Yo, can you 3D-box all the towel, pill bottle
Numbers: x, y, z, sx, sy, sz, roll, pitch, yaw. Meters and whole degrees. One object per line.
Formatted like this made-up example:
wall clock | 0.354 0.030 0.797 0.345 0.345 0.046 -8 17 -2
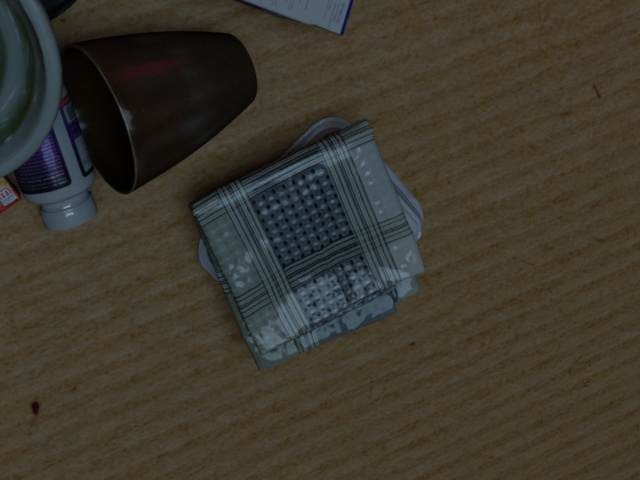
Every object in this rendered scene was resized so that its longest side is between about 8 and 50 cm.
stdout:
towel | -0.008 0.018 1.547 0.312 0.056 0.324 -26 116 -10
pill bottle | -0.382 -0.117 1.404 0.108 0.108 0.194 -20 114 -14

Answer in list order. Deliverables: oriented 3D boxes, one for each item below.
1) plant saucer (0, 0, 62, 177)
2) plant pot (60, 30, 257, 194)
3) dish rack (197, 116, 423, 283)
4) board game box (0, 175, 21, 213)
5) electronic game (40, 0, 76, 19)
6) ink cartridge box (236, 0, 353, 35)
plant saucer | -0.509 -0.248 1.228 0.400 0.101 0.401 2 128 2
plant pot | -0.212 -0.207 1.401 0.230 0.215 0.216 -26 116 -26
dish rack | 0.000 0.000 1.615 0.333 0.072 0.285 -44 118 -1
board game box | -0.537 -0.095 1.387 0.146 0.045 0.194 -37 116 -6
electronic game | -0.376 -0.383 1.295 0.229 0.048 0.229 -37 148 -28
ink cartridge box | -0.099 -0.414 1.344 0.370 0.069 0.176 12 97 -36
